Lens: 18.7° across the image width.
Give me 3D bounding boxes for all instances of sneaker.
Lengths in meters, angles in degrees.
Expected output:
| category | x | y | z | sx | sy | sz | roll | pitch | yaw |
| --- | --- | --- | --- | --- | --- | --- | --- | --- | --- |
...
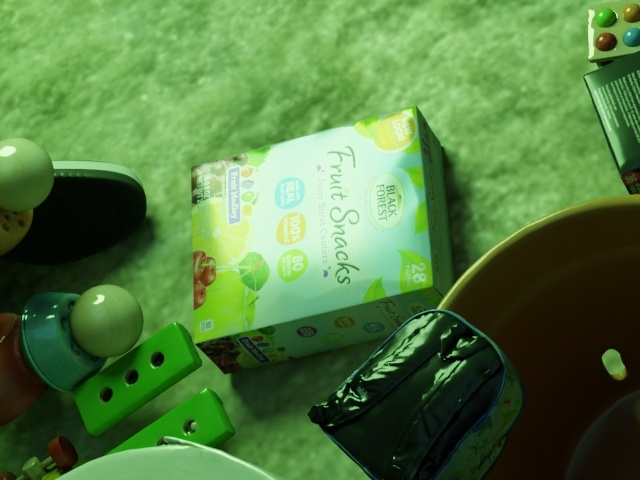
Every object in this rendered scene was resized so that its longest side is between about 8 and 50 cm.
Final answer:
| category | x | y | z | sx | sy | sz | roll | pitch | yaw |
| --- | --- | --- | --- | --- | --- | --- | --- | --- | --- |
| sneaker | -0.305 | -0.059 | 1.736 | 0.295 | 0.124 | 0.178 | -8 | 43 | -1 |

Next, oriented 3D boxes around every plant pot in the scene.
| category | x | y | z | sx | sy | sz | roll | pitch | yaw |
| --- | --- | --- | --- | --- | --- | --- | --- | --- | --- |
| plant pot | 0.226 | 0.143 | 1.315 | 0.291 | 0.203 | 0.291 | -12 | 58 | 20 |

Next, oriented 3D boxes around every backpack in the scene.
| category | x | y | z | sx | sy | sz | roll | pitch | yaw |
| --- | --- | --- | --- | --- | --- | --- | --- | --- | --- |
| backpack | 0.072 | 0.107 | 1.230 | 0.114 | 0.084 | 0.105 | -49 | 55 | 1 |

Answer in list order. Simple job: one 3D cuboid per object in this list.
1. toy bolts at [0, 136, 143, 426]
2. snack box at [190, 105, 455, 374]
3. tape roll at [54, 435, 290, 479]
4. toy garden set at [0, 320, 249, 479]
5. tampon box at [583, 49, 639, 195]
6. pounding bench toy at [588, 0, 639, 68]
| category | x | y | z | sx | sy | sz | roll | pitch | yaw |
| --- | --- | --- | --- | --- | --- | --- | --- | --- | --- |
| toy bolts | -0.256 | 0.047 | 1.554 | 0.158 | 0.228 | 0.218 | -24 | 29 | 28 |
| snack box | 0.000 | 0.000 | 1.584 | 0.207 | 0.070 | 0.174 | -14 | 58 | 16 |
| tape roll | -0.118 | 0.343 | 1.415 | 0.392 | 0.072 | 0.392 | -9 | 68 | 24 |
| toy garden set | -0.138 | 0.221 | 1.541 | 0.204 | 0.049 | 0.244 | -34 | 60 | 12 |
| tampon box | 0.299 | -0.089 | 1.458 | 0.161 | 0.120 | 0.101 | -23 | 55 | 13 |
| pounding bench toy | 0.247 | -0.171 | 1.562 | 0.052 | 0.065 | 0.083 | -8 | 60 | 22 |
